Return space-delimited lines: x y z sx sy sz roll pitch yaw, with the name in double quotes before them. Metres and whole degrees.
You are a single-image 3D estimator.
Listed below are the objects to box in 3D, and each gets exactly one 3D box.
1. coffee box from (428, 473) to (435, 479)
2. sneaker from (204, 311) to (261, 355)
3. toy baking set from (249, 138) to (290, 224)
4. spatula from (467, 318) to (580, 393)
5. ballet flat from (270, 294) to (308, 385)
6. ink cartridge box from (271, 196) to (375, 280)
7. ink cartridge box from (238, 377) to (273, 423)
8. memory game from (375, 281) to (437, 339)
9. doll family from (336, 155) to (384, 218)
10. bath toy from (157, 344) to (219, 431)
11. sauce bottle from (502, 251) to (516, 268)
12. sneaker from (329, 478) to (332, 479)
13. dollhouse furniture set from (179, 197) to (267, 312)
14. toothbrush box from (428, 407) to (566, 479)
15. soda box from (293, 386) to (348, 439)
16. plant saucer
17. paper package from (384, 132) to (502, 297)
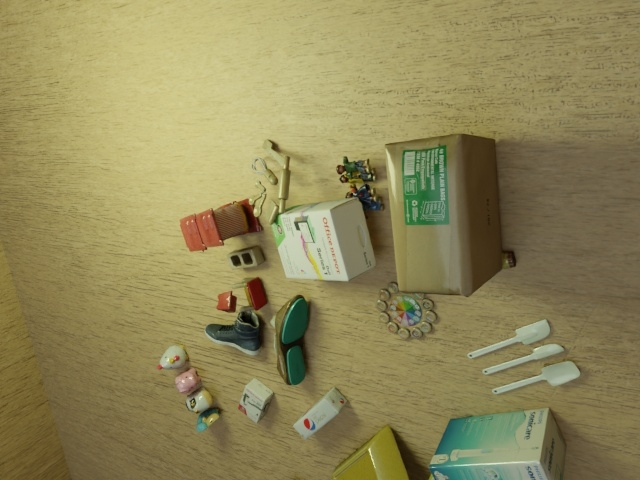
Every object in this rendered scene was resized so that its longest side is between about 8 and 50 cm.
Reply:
"coffee box" 0.478 0.823 1.286 0.338 0.334 0.338 -22 96 35
"sneaker" -0.311 0.302 1.710 0.226 0.086 0.163 15 126 15
"toy baking set" -0.152 -0.175 1.400 0.196 0.030 0.256 7 88 48
"spatula" 0.524 0.321 1.265 0.242 0.019 0.168 -34 89 35
"ballet flat" -0.111 0.321 1.608 0.124 0.116 0.342 24 125 44
"ink cartridge box" 0.000 0.000 1.358 0.278 0.117 0.201 -2 107 49
"ink cartridge box" -0.244 0.601 1.808 0.099 0.056 0.135 31 121 19
"memory game" 0.243 0.204 1.394 0.186 0.012 0.186 11 114 27
"doll family" 0.102 -0.142 1.314 0.111 0.076 0.193 -6 108 28
"bath toy" -0.535 0.586 1.935 0.151 0.129 0.348 -30 90 36
"sauce bottle" 0.422 0.057 1.213 0.128 0.042 0.042 -12 101 31
"sneaker" 0.094 0.974 1.730 0.236 0.095 0.104 42 131 17
"dollhouse furniture set" -0.276 0.067 1.540 0.152 0.201 0.374 -11 101 33
"toothbrush box" 0.469 0.570 1.271 0.295 0.216 0.126 -24 94 34
"soda box" -0.003 0.593 1.649 0.069 0.074 0.216 45 124 9
"plant saucer" 0.152 0.813 1.518 0.333 0.081 0.333 -55 38 34
"paper package" 0.286 -0.061 1.072 0.168 0.309 0.325 -2 97 32
